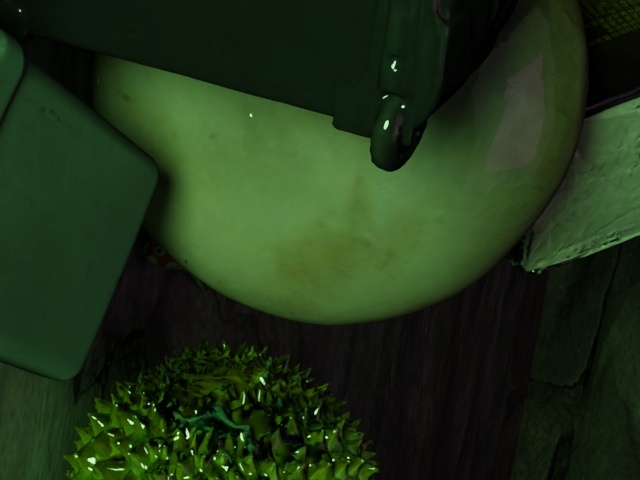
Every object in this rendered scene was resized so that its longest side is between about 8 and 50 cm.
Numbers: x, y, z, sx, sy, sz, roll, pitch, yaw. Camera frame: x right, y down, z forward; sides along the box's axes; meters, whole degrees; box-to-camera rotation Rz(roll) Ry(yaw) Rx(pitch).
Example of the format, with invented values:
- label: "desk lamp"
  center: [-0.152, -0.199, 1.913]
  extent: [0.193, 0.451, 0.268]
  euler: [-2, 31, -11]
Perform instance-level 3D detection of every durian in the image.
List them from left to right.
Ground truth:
- label: "durian"
  center: [-0.080, 0.203, 1.362]
  extent: [0.225, 0.291, 0.291]
  euler: [87, 24, -53]

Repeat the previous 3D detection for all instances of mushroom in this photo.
- label: "mushroom"
  center: [0.017, -0.119, 1.236]
  extent: [0.294, 0.362, 0.362]
  euler: [2, 102, -78]

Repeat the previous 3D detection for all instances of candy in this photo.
- label: "candy"
  center: [-0.117, 0.019, 1.474]
  extent: [0.055, 0.049, 0.185]
  euler: [-42, 163, -7]

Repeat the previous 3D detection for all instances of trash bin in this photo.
- label: "trash bin"
  center: [-0.205, -0.023, 0.978]
  extent: [0.236, 0.101, 0.177]
  euler: [38, 69, -60]

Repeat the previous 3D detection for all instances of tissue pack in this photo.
- label: "tissue pack"
  center: [0.167, -0.177, 1.430]
  extent: [0.210, 0.370, 0.198]
  euler: [-21, 141, -15]

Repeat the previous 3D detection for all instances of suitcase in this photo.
- label: "suitcase"
  center: [-0.049, -0.246, 0.951]
  extent: [0.188, 0.345, 0.339]
  euler: [-46, 147, -48]
